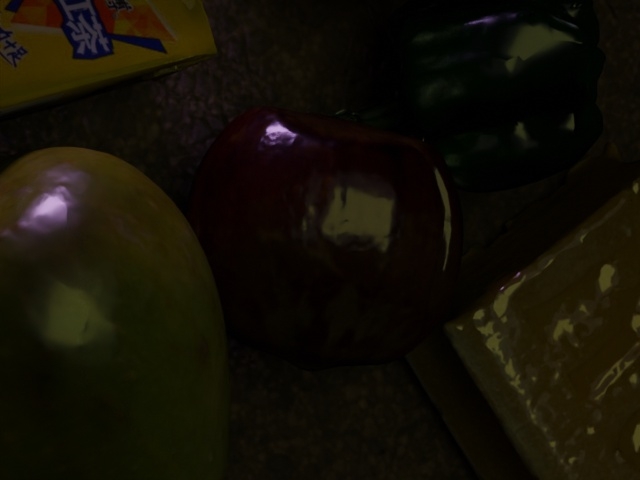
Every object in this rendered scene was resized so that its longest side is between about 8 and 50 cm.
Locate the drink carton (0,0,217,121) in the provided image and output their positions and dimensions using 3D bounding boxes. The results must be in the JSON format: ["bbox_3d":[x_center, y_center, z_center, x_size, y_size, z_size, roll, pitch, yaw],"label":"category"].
[{"bbox_3d":[-0.257,-0.168,1.487,0.351,0.111,0.155,-20,94,-39],"label":"drink carton"}]

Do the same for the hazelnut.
[{"bbox_3d":[0.000,0.000,1.590,0.233,0.218,0.218,10,81,-13],"label":"hazelnut"}]

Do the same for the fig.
[{"bbox_3d":[-0.181,0.097,1.466,0.258,0.258,0.326,-36,111,-24],"label":"fig"}]

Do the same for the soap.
[{"bbox_3d":[0.262,0.122,1.730,0.293,0.156,0.335,-35,102,-24],"label":"soap"}]

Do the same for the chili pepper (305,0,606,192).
[{"bbox_3d":[0.113,-0.134,1.676,0.174,0.261,0.165,60,28,-48],"label":"chili pepper"}]
